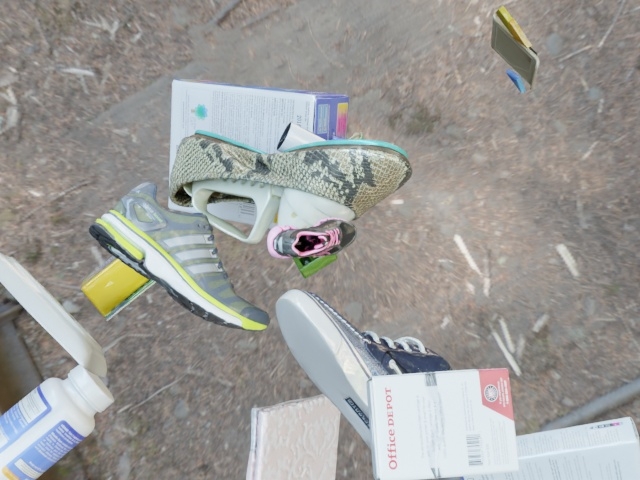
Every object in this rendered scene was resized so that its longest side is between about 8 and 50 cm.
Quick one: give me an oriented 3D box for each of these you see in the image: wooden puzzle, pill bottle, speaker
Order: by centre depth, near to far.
[{"bbox_3d":[0.199,-0.193,0.833,0.014,0.116,0.079,-37,82,1],"label":"wooden puzzle"},{"bbox_3d":[-0.004,-0.147,1.385,0.136,0.055,0.055,25,92,-14],"label":"speaker"},{"bbox_3d":[-0.587,0.394,1.765,0.272,0.152,0.152,-40,91,-11],"label":"pill bottle"}]

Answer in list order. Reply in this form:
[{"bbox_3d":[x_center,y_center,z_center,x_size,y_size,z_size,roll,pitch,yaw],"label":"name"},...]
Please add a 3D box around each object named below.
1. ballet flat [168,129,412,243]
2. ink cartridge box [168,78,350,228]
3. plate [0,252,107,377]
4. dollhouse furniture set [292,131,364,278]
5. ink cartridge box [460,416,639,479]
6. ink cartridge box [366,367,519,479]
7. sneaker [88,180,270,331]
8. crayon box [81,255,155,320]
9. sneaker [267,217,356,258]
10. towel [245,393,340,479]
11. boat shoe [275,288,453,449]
[{"bbox_3d":[-0.072,-0.076,1.349,0.482,0.164,0.182,10,75,38],"label":"ballet flat"},{"bbox_3d":[-0.099,-0.165,1.610,0.395,0.151,0.270,12,105,28],"label":"ink cartridge box"},{"bbox_3d":[-0.486,0.129,1.473,0.277,0.278,0.045,44,75,4],"label":"plate"},{"bbox_3d":[0.029,-0.086,1.969,0.301,0.198,0.151,-32,48,-4],"label":"dollhouse furniture set"},{"bbox_3d":[0.460,0.495,1.587,0.330,0.071,0.324,-12,124,14],"label":"ink cartridge box"},{"bbox_3d":[0.115,0.178,0.796,0.135,0.056,0.099,-3,77,-4],"label":"ink cartridge box"},{"bbox_3d":[-0.182,0.029,1.196,0.300,0.111,0.121,40,72,-21],"label":"sneaker"},{"bbox_3d":[-0.407,0.062,1.756,0.203,0.323,0.083,-40,102,-12],"label":"crayon box"},{"bbox_3d":[0.000,0.000,0.947,0.119,0.057,0.047,-11,98,-34],"label":"sneaker"},{"bbox_3d":[-0.065,0.529,1.913,0.053,0.331,0.317,4,89,34],"label":"towel"},{"bbox_3d":[0.084,0.185,1.248,0.158,0.127,0.341,-39,96,-31],"label":"boat shoe"}]
